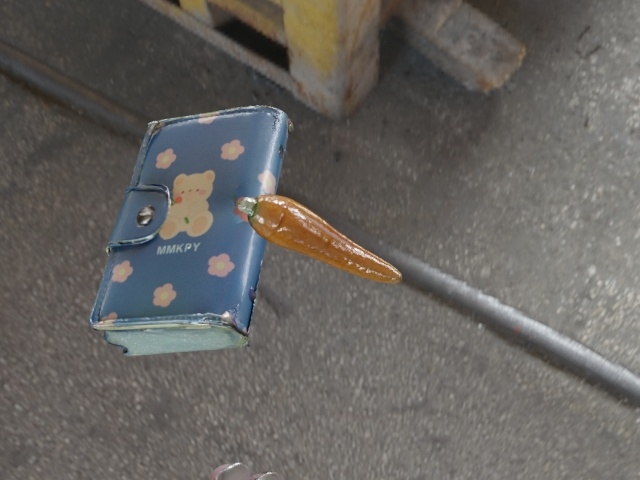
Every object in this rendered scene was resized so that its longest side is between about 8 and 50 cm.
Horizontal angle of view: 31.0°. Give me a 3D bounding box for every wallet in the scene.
[{"bbox_3d":[-0.104,-0.009,0.920,0.141,0.059,0.202,-6,58,28],"label":"wallet"}]

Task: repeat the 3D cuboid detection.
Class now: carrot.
[{"bbox_3d":[0.000,0.000,0.828,0.142,0.035,0.035,27,64,-29],"label":"carrot"}]

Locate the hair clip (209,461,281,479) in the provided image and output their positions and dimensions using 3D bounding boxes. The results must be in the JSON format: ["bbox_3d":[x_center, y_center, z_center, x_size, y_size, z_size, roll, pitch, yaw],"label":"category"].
[{"bbox_3d":[-0.062,0.361,1.393,0.257,0.075,0.146,37,76,-31],"label":"hair clip"}]
